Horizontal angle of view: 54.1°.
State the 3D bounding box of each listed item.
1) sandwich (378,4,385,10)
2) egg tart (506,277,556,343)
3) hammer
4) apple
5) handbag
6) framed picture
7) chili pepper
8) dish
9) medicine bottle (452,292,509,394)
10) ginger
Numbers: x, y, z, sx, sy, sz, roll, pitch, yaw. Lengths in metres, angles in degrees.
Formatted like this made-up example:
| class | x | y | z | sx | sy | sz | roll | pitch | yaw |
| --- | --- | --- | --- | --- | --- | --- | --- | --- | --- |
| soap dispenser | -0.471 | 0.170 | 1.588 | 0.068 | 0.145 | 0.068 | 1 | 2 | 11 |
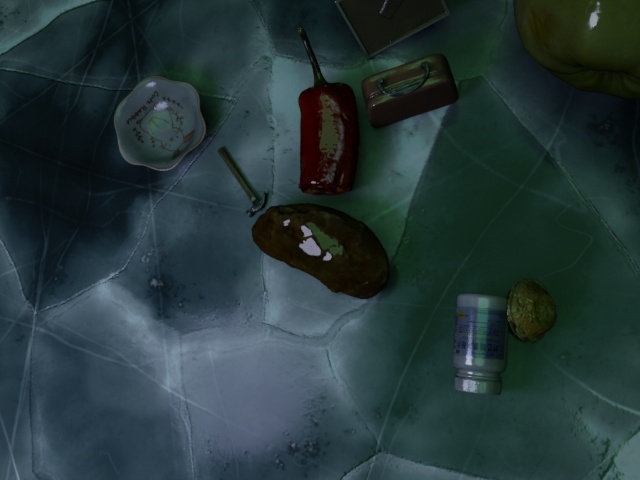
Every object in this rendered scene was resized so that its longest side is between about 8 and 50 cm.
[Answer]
| class | x | y | z | sx | sy | sz | roll | pitch | yaw |
| --- | --- | --- | --- | --- | --- | --- | --- | --- | --- |
| sandwich | 0.159 | -0.548 | 1.361 | 0.185 | 0.109 | 0.160 | 29 | 93 | 11 |
| egg tart | 0.408 | 0.133 | 1.193 | 0.049 | 0.129 | 0.129 | -8 | 76 | 57 |
| hammer | -0.182 | -0.142 | 1.429 | 0.062 | 0.017 | 0.182 | -35 | 74 | 6 |
| apple | 0.556 | -0.470 | 1.078 | 0.473 | 0.473 | 0.474 | -2 | 81 | 13 |
| handbag | 0.183 | -0.309 | 1.296 | 0.193 | 0.151 | 0.072 | -14 | 77 | 10 |
| framed picture | 0.153 | -0.497 | 1.330 | 0.203 | 0.150 | 0.015 | -24 | 31 | 23 |
| chili pepper | 0.017 | -0.270 | 1.336 | 0.131 | 0.134 | 0.338 | 0 | 85 | -1 |
| dish | -0.362 | -0.265 | 1.461 | 0.229 | 0.081 | 0.229 | -1 | 83 | 10 |
| medicine bottle | 0.310 | 0.199 | 1.212 | 0.103 | 0.103 | 0.187 | 4 | 82 | 14 |
| ginger | 0.000 | 0.000 | 1.291 | 0.321 | 0.172 | 0.165 | 27 | 49 | 19 |
